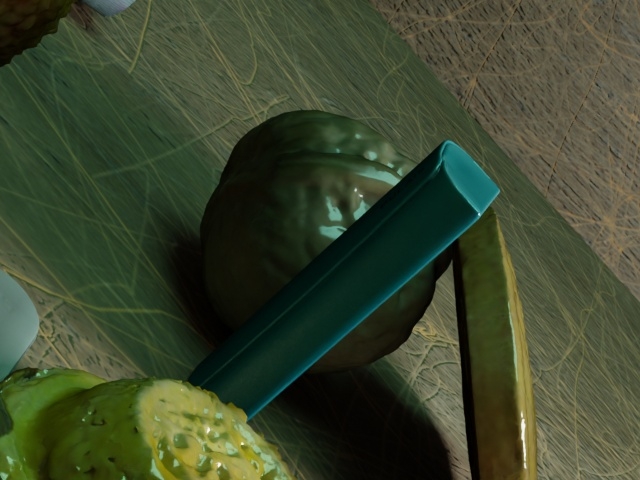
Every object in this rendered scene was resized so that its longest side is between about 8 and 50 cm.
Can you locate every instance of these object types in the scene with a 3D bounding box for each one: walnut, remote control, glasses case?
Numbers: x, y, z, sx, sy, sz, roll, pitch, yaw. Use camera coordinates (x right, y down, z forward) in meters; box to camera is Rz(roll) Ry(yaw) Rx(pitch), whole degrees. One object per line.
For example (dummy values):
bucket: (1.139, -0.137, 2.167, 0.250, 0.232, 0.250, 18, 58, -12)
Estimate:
walnut: (-0.001, 0.000, 1.399, 0.248, 0.248, 0.248, 42, 19, -18)
remote control: (-0.249, 0.078, 1.005, 0.077, 0.022, 0.245, 47, 19, -10)
glasses case: (0.011, 0.042, 1.221, 0.070, 0.301, 0.117, 49, 18, 0)

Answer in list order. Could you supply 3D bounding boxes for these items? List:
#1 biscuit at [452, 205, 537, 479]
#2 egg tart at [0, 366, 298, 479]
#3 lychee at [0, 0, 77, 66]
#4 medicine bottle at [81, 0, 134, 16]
biscuit: (0.169, 0.150, 1.414, 0.385, 0.062, 0.365, -87, 172, -65)
egg tart: (-0.101, 0.183, 0.995, 0.288, 0.118, 0.288, 39, 20, -17)
lychee: (-0.303, -0.267, 1.207, 0.270, 0.320, 0.270, 47, -17, 20)
medicine bottle: (-0.286, -0.357, 1.611, 0.225, 0.139, 0.139, 36, 22, -32)
